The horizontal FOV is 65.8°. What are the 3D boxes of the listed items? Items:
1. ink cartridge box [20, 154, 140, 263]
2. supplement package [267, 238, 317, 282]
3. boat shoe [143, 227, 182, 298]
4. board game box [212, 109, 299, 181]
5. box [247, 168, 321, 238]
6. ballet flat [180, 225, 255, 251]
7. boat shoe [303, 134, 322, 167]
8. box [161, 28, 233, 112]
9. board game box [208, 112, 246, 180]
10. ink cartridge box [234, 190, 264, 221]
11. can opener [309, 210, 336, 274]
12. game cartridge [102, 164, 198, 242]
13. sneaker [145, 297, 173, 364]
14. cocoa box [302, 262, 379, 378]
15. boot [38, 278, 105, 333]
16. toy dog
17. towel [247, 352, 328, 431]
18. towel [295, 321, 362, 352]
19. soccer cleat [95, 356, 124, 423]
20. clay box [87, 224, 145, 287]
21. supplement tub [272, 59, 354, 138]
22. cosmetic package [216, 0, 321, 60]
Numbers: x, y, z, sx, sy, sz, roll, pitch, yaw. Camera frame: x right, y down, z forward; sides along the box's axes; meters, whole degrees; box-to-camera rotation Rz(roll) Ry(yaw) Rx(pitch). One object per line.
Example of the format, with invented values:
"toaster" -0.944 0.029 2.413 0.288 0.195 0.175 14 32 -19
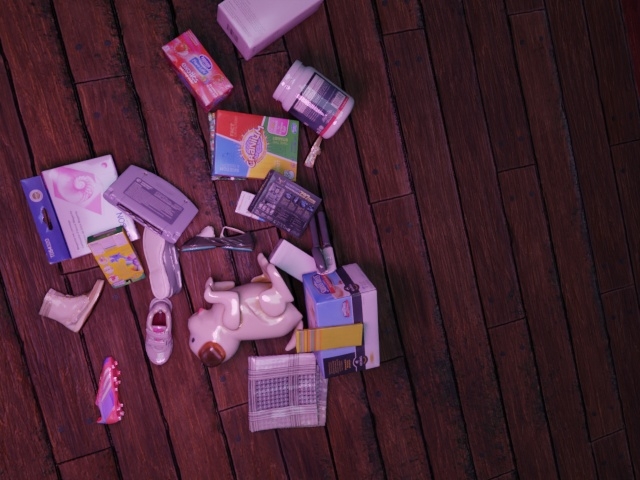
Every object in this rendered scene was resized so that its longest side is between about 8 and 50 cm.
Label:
"ink cartridge box" -0.864 -0.111 1.781 0.331 0.071 0.323 -19 96 -13
"supplement package" -0.102 0.083 1.939 0.179 0.105 0.105 33 85 -11
"boat shoe" -0.583 0.056 1.851 0.099 0.116 0.319 -3 84 -56
"board game box" -0.246 -0.354 1.892 0.317 0.064 0.241 2 91 -21
"box" -0.136 -0.138 1.899 0.233 0.059 0.183 29 92 -29
"ballet flat" -0.390 -0.004 1.885 0.281 0.095 0.096 1 82 -23
"boat shoe" -0.022 -0.354 1.977 0.045 0.050 0.135 26 96 -16
"box" -0.452 -0.622 1.830 0.128 0.123 0.256 -39 99 -10
"board game box" -0.358 -0.361 1.909 0.136 0.030 0.259 -3 92 -15
"ink cartridge box" -0.263 -0.132 1.923 0.123 0.052 0.088 18 88 -12
"can opener" 0.000 0.000 1.893 0.076 0.095 0.283 -14 58 5
"game cartridge" -0.603 -0.139 1.794 0.294 0.060 0.196 36 50 -11
"sneaker" -0.601 0.340 1.829 0.103 0.111 0.252 -2 92 -13
"cocoa box" 0.076 0.301 1.870 0.228 0.231 0.346 -11 116 -11
"boot" -0.891 0.207 1.779 0.165 0.077 0.213 30 88 -10
"toy dog" -0.300 0.289 1.842 0.408 0.284 0.395 -31 116 -9
"towel" -0.126 0.604 1.974 0.325 0.056 0.311 0 92 -14
"towel" 0.031 0.341 1.737 0.238 0.021 0.102 -5 121 -10
"soccer cleat" -0.783 0.552 1.813 0.095 0.083 0.247 -6 95 -8
"clay box" -0.731 0.063 1.785 0.128 0.053 0.221 -20 129 -12
"supplement tub" -0.026 -0.538 1.895 0.272 0.191 0.191 34 84 -11
"cosmetic package" -0.187 -0.879 1.868 0.366 0.155 0.196 -38 100 -10
